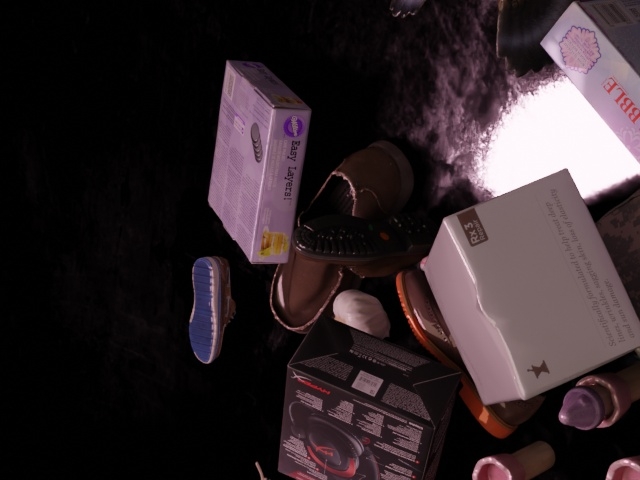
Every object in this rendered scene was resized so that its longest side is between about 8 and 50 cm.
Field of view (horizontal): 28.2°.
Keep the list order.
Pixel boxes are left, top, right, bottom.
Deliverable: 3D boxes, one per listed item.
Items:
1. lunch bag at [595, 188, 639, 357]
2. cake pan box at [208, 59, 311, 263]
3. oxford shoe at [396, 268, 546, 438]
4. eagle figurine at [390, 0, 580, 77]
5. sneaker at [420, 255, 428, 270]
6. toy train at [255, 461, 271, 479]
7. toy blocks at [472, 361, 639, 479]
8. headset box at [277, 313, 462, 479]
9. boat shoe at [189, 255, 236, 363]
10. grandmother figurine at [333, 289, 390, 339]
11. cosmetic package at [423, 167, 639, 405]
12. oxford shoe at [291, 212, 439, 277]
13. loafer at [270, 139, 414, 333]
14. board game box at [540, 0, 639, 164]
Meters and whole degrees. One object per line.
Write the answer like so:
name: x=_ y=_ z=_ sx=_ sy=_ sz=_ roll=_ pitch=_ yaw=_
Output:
lunch bag: x=0.454 y=0.043 z=1.425 sx=0.235 sy=0.169 sz=0.287 roll=-40 pitch=77 yaw=44
cake pan box: x=-0.100 y=-0.125 z=1.933 sx=0.267 sy=0.070 sz=0.245 roll=-132 pitch=49 yaw=-60
oxford shoe: x=0.209 y=0.137 z=1.768 sx=0.098 sy=0.097 sz=0.271 roll=-43 pitch=77 yaw=25
eagle figurine: x=0.219 y=-0.380 z=1.524 sx=0.298 sy=0.225 sz=0.226 roll=101 pitch=157 yaw=-46
sneaker: x=0.192 y=0.006 z=1.765 sx=0.134 sy=0.051 sz=0.070 roll=-9 pitch=88 yaw=47
toy train: x=-0.027 y=0.481 z=2.089 sx=0.143 sy=0.105 sz=0.248 roll=-12 pitch=93 yaw=36
toy blocks: x=0.337 y=0.353 z=1.563 sx=0.309 sy=0.260 sz=0.288 roll=56 pitch=133 yaw=18
headset box: x=0.062 y=0.268 z=1.796 sx=0.218 sy=0.110 sz=0.293 roll=21 pitch=139 yaw=15
boat shoe: x=-0.175 y=0.117 z=2.151 sx=0.066 sy=0.066 sz=0.183 roll=15 pitch=106 yaw=40
grandmother figurine: x=0.038 y=0.230 z=1.949 sx=0.208 sy=0.104 sz=0.342 roll=25 pitch=121 yaw=28
cosmetic package: x=0.238 y=0.070 z=1.508 sx=0.385 sy=0.156 sz=0.217 roll=94 pitch=153 yaw=-82
oxford shoe: x=0.056 y=0.018 z=1.778 sx=0.096 sy=0.227 sz=0.082 roll=-59 pitch=40 yaw=40
loafer: x=0.000 y=0.000 z=1.895 sx=0.134 sy=0.130 sz=0.366 roll=48 pitch=130 yaw=27
board game box: x=0.425 y=-0.124 z=1.299 sx=0.318 sy=0.319 sz=0.066 roll=55 pitch=134 yaw=20
